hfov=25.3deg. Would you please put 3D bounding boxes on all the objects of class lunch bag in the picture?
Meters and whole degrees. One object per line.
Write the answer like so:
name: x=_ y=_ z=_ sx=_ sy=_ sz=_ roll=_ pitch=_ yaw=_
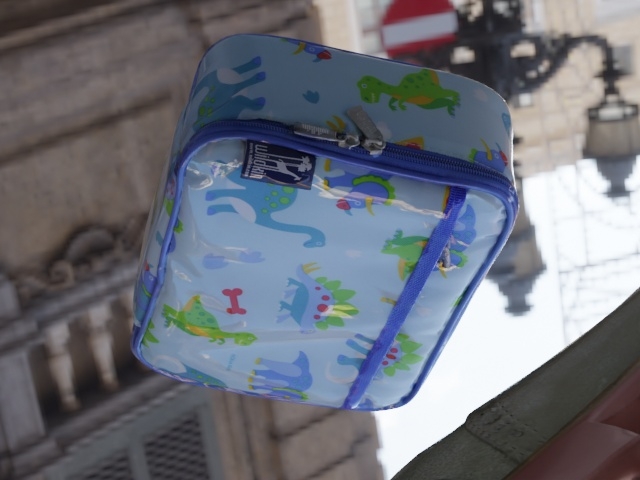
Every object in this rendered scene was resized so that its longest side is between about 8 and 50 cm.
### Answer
lunch bag: x=0.000 y=0.000 z=0.741 sx=0.176 sy=0.219 sz=0.090 roll=12 pitch=-130 yaw=-12

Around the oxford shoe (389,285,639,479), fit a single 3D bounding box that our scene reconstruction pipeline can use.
oxford shoe: x=0.111 y=0.066 z=0.454 sx=0.397 sy=0.140 sz=0.146 roll=-26 pitch=-174 yaw=-39
